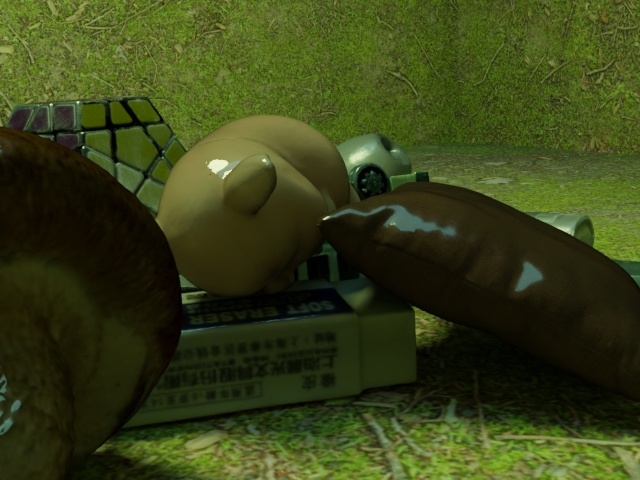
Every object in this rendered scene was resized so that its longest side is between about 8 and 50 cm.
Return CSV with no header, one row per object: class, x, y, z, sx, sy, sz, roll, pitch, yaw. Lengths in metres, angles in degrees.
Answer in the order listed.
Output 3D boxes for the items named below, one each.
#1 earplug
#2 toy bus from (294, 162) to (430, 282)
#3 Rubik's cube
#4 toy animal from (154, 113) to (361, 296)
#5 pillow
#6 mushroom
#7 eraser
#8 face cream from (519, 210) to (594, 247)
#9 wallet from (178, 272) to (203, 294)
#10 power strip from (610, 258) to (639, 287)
earplug,0.022,-0.123,1.472,0.325,0.175,0.214,2,19,23
toy bus,0.000,0.000,0.903,0.276,0.165,0.133,-8,-2,-27
Rubik's cube,-0.350,-0.086,1.145,0.264,0.319,0.319,23,12,-1
toy animal,-0.057,-0.036,0.681,0.166,0.154,0.250,-45,-2,23
pillow,0.174,0.028,0.698,0.305,0.108,0.308,26,14,13
mushroom,-0.192,0.077,0.449,0.267,0.254,0.267,-35,-8,-6
eraser,-0.063,0.092,0.665,0.279,0.081,0.124,-6,12,-13
face cream,0.266,-0.011,1.119,0.269,0.073,0.107,6,9,38
wallet,-0.276,0.072,0.889,0.262,0.071,0.221,-5,6,-25
power strip,0.385,0.046,0.879,0.216,0.044,0.137,4,14,33
